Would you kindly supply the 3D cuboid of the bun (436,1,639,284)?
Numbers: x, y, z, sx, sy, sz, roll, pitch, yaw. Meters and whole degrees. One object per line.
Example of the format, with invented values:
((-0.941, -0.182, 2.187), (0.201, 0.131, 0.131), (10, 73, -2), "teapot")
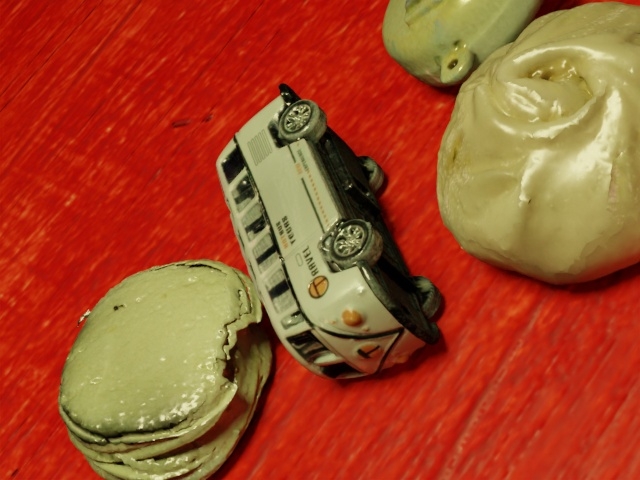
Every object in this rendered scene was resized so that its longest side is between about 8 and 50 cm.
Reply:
((0.136, -0.069, 0.738), (0.183, 0.102, 0.183), (-19, 45, 20), "bun")

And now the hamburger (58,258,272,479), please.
((-0.095, 0.079, 0.801), (0.133, 0.062, 0.140), (8, 59, 36), "hamburger")

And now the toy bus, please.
((0.000, 0.000, 0.788), (0.089, 0.087, 0.194), (-36, 44, 13), "toy bus")

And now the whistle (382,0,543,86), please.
((0.100, -0.195, 0.876), (0.126, 0.067, 0.258), (-32, 31, 41), "whistle")
